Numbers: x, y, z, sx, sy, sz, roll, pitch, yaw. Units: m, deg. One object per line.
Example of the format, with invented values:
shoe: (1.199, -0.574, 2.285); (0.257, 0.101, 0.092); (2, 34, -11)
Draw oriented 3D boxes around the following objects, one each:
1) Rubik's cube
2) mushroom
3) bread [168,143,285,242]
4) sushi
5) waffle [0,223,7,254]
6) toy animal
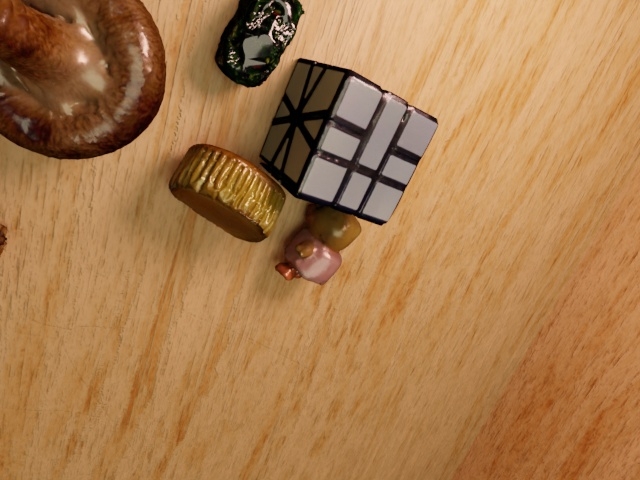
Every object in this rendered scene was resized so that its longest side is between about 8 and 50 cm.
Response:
Rubik's cube: (0.055, -0.238, 1.022); (0.284, 0.288, 0.293); (12, 112, -33)
mushroom: (-0.429, -0.311, 0.702); (0.331, 0.356, 0.334); (-41, 111, -18)
bread: (-0.215, -0.111, 0.990); (0.253, 0.227, 0.142); (39, 74, -32)
sushi: (-0.132, -0.441, 0.911); (0.124, 0.127, 0.225); (28, 99, -35)
waffle: (-0.722, 0.044, 0.714); (0.261, 0.376, 0.114); (26, 103, -33)
toy animal: (0.004, 0.000, 1.198); (0.281, 0.169, 0.195); (-61, 168, 6)
